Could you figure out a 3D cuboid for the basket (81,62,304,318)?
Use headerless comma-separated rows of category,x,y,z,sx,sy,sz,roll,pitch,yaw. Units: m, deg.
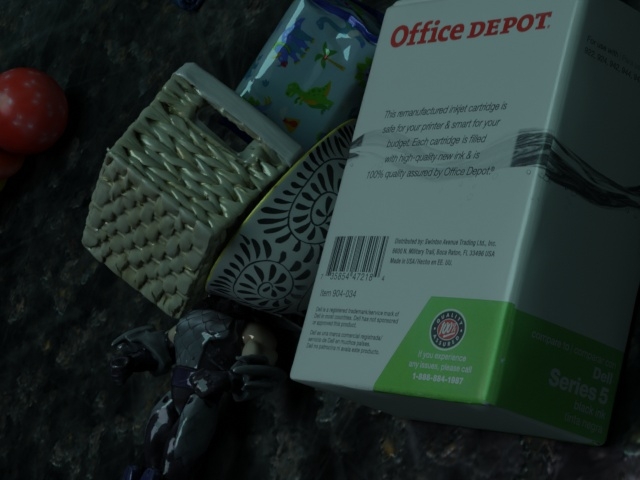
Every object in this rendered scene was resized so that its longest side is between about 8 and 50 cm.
basket,-0.099,-0.030,1.254,0.103,0.113,0.167,-49,-6,-29

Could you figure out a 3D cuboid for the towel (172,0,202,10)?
towel,-0.138,-0.268,1.639,0.067,0.029,0.119,-60,36,11

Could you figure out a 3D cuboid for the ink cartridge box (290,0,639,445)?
ink cartridge box,0.110,-0.019,1.111,0.198,0.114,0.273,2,73,52

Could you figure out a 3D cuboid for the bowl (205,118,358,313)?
bowl,0.000,0.000,1.250,0.080,0.170,0.170,42,112,7

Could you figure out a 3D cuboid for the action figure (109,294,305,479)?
action figure,-0.105,0.133,1.327,0.185,0.099,0.285,-2,66,61

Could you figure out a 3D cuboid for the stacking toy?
stacking toy,-0.388,-0.078,1.789,0.330,0.141,0.141,-34,47,30

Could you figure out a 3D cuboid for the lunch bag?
lunch bag,-0.001,-0.126,1.313,0.129,0.096,0.151,-55,-8,13
